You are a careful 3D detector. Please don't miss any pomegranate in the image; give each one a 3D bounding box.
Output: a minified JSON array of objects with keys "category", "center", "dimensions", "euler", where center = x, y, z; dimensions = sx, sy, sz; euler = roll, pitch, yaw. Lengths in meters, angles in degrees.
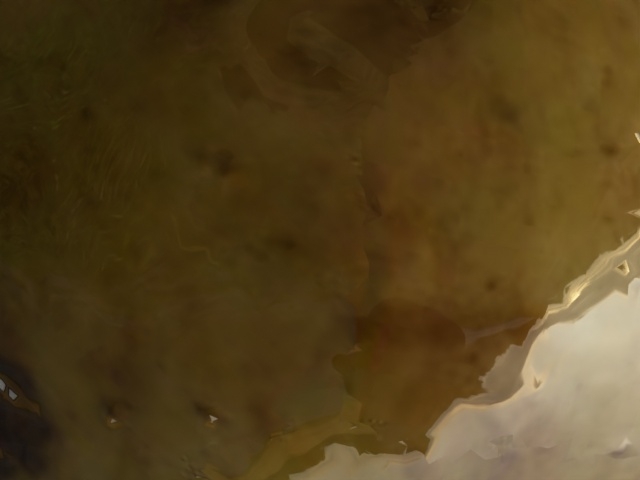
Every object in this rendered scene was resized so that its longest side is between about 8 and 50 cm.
[{"category":"pomegranate","center":[0.000,0.000,0.485],"dimensions":[0.322,0.322,0.322],"euler":[-16,-133,18]}]
